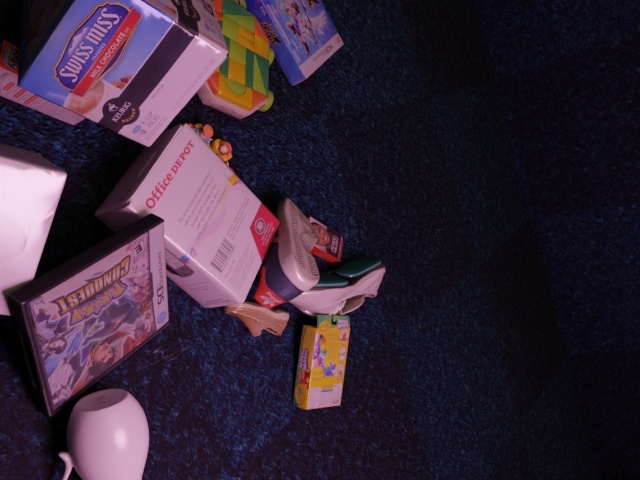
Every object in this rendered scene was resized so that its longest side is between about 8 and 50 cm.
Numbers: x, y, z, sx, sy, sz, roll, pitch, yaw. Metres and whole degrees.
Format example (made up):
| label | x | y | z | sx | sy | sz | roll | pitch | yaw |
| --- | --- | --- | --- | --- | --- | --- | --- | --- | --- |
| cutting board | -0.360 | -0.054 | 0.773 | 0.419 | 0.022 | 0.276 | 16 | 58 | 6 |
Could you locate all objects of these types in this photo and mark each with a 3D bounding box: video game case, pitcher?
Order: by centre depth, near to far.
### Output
| label | x | y | z | sx | sy | sz | roll | pitch | yaw |
| --- | --- | --- | --- | --- | --- | --- | --- | --- | --- |
| pitcher | -0.366 | 0.364 | 0.948 | 0.178 | 0.125 | 0.207 | -12 | 102 | -35 |
| video game case | -0.359 | 0.118 | 0.959 | 0.275 | 0.035 | 0.248 | -42 | 148 | -47 |
| video game case | -0.069 | -0.592 | 1.557 | 0.269 | 0.061 | 0.244 | 58 | 43 | -23 |

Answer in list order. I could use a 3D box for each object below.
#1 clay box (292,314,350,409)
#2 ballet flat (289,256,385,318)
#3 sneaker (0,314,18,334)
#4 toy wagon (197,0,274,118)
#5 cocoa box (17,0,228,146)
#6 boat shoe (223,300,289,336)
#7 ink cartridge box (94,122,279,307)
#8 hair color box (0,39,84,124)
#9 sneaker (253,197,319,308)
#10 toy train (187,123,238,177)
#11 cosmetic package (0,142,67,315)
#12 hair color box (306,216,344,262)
| label | x | y | z | sx | sy | sz | roll | pitch | yaw |
| --- | --- | --- | --- | --- | --- | --- | --- | --- | --- |
| clay box | 0.005 | 0.289 | 1.406 | 0.127 | 0.053 | 0.222 | 11 | 85 | -48 |
| ballet flat | 0.036 | 0.134 | 1.469 | 0.400 | 0.139 | 0.139 | -11 | 90 | -51 |
| sneaker | -0.474 | 0.123 | 0.918 | 0.144 | 0.053 | 0.059 | 8 | 77 | -47 |
| toy wagon | -0.215 | -0.463 | 1.348 | 0.267 | 0.068 | 0.344 | 16 | 70 | -47 |
| cocoa box | -0.338 | -0.381 | 0.965 | 0.228 | 0.231 | 0.347 | 24 | 36 | -43 |
| boat shoe | -0.141 | 0.178 | 1.289 | 0.190 | 0.068 | 0.072 | 22 | 76 | -45 |
| ink cartridge box | -0.249 | -0.042 | 1.159 | 0.306 | 0.131 | 0.226 | 47 | 49 | -31 |
| hair color box | -0.471 | -0.261 | 0.981 | 0.167 | 0.093 | 0.053 | 19 | 66 | -46 |
| sneaker | -0.095 | 0.025 | 1.317 | 0.131 | 0.148 | 0.350 | 46 | 18 | -20 |
| toy train | -0.230 | -0.186 | 1.260 | 0.166 | 0.046 | 0.125 | 42 | 36 | -34 |
| cosmetic package | -0.509 | -0.031 | 0.786 | 0.225 | 0.138 | 0.224 | 15 | 98 | -48 |
| hair color box | 0.000 | 0.000 | 1.509 | 0.141 | 0.043 | 0.072 | 29 | 61 | -42 |
